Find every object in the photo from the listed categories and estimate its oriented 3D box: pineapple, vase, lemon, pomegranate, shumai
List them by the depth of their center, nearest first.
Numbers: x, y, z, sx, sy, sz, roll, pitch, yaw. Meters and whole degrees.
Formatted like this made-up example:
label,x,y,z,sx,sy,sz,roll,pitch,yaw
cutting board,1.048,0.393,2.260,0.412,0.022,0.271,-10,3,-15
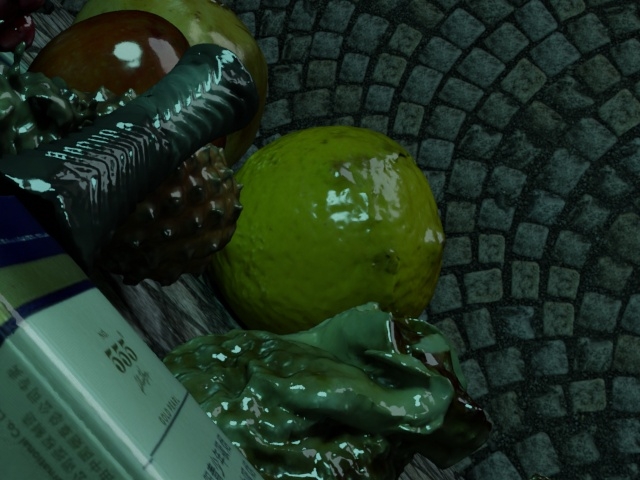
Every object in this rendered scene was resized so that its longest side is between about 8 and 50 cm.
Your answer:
label,x,y,z,sx,sy,sz,roll,pitch,yaw
vase,-0.140,-0.062,0.680,0.115,0.115,0.237,49,45,-7
shumai,0.000,0.123,0.705,0.189,0.218,0.256,58,2,1
pineapple,-0.208,-0.080,0.781,0.175,0.175,0.361,50,5,38
lemon,0.000,0.000,1.394,0.350,0.387,0.349,10,78,-62
pomegranate,-0.237,-0.237,1.435,0.332,0.332,0.332,49,1,-1

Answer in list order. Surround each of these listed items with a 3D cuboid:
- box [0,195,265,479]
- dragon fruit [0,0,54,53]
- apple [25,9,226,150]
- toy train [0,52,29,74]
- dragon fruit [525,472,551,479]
label,x,y,z,sx,sy,sz,roll,pitch,yaw
box,-0.124,0.089,0.487,0.259,0.071,0.168,48,1,-2
dragon fruit,-0.348,-0.246,0.826,0.218,0.198,0.272,60,20,-29
apple,-0.222,-0.137,1.027,0.230,0.230,0.230,49,1,-1
toy train,-0.344,-0.164,1.092,0.252,0.055,0.048,47,12,-49
dragon fruit,0.226,0.373,0.947,0.227,0.224,0.224,54,2,7
